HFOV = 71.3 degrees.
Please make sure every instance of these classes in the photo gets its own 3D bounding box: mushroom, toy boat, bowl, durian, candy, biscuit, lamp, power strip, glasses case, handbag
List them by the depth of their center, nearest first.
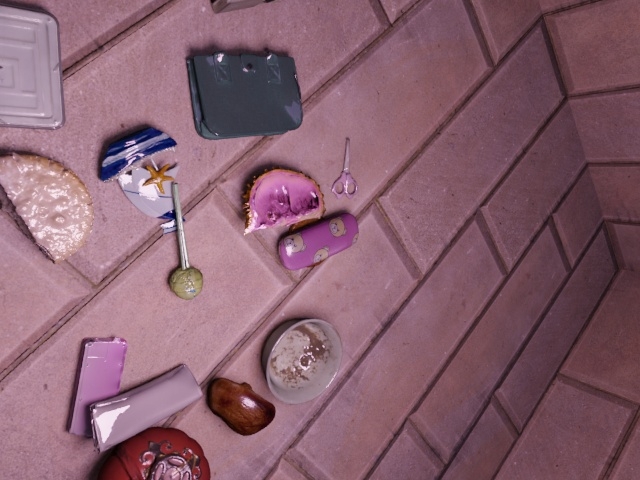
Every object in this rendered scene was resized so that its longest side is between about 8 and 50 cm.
[{"bbox_3d":[-0.726,-0.387,0.989,0.269,0.047,0.266,-6,102,-34],"label":"lamp"},{"bbox_3d":[-0.652,-0.098,1.063,0.179,0.084,0.281,-39,117,-23],"label":"biscuit"},{"bbox_3d":[-0.601,0.393,1.205,0.109,0.038,0.278,10,92,-36],"label":"power strip"},{"bbox_3d":[-0.450,0.667,1.215,0.303,0.257,0.303,23,47,-27],"label":"lamp"},{"bbox_3d":[-0.458,-0.149,1.220,0.221,0.067,0.291,-34,126,-25],"label":"toy boat"},{"bbox_3d":[-0.492,0.457,1.249,0.308,0.083,0.128,-16,94,-46],"label":"glasses case"},{"bbox_3d":[-0.388,0.005,1.258,0.093,0.092,0.335,-3,102,-6],"label":"candy"},{"bbox_3d":[-0.212,-0.425,1.313,0.327,0.089,0.238,-14,104,-32],"label":"handbag"},{"bbox_3d":[-0.248,0.519,1.376,0.231,0.194,0.138,39,74,-21],"label":"mushroom"},{"bbox_3d":[-0.127,-0.136,1.409,0.341,0.112,0.191,-18,98,-40],"label":"durian"},{"bbox_3d":[-0.082,0.380,1.495,0.289,0.146,0.289,-7,103,-33],"label":"bowl"},{"bbox_3d":[0.000,0.000,1.497,0.316,0.076,0.123,-23,111,-30],"label":"glasses case"},{"bbox_3d":[-0.035,0.001,1.538,0.188,0.027,0.187,-6,100,-35],"label":"biscuit"}]

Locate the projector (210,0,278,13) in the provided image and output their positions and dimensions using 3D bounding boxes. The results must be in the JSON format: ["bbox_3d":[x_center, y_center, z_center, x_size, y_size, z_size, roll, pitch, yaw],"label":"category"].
[{"bbox_3d":[-0.198,-0.746,1.224,0.243,0.163,0.177,-27,113,-26],"label":"projector"}]

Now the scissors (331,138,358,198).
[{"bbox_3d":[0.091,-0.253,1.586,0.110,0.021,0.212,-3,99,-31],"label":"scissors"}]
